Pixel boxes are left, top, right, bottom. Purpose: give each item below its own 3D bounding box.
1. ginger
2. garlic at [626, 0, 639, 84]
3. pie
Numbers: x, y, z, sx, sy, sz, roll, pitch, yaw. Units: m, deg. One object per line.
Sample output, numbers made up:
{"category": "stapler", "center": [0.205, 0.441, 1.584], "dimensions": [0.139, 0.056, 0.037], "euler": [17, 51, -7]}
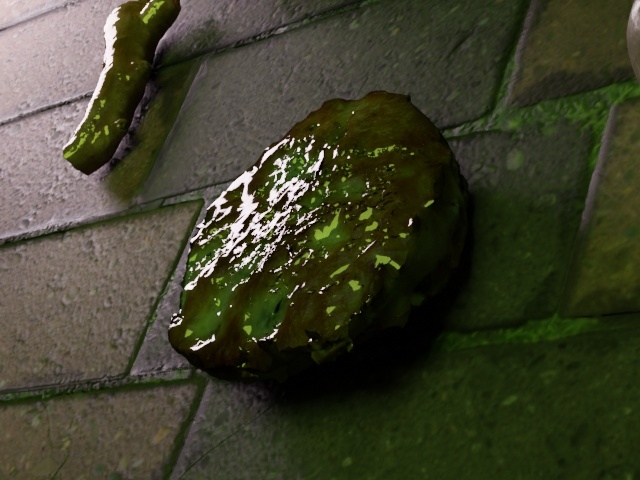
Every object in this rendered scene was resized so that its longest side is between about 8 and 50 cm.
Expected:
{"category": "ginger", "center": [-0.258, -0.203, 1.795], "dimensions": [0.118, 0.065, 0.298], "euler": [-19, 44, 39]}
{"category": "garlic", "center": [0.314, -0.143, 1.058], "dimensions": [0.160, 0.191, 0.214], "euler": [-36, 38, 59]}
{"category": "pie", "center": [0.000, 0.000, 1.273], "dimensions": [0.288, 0.103, 0.354], "euler": [-25, 34, 27]}
